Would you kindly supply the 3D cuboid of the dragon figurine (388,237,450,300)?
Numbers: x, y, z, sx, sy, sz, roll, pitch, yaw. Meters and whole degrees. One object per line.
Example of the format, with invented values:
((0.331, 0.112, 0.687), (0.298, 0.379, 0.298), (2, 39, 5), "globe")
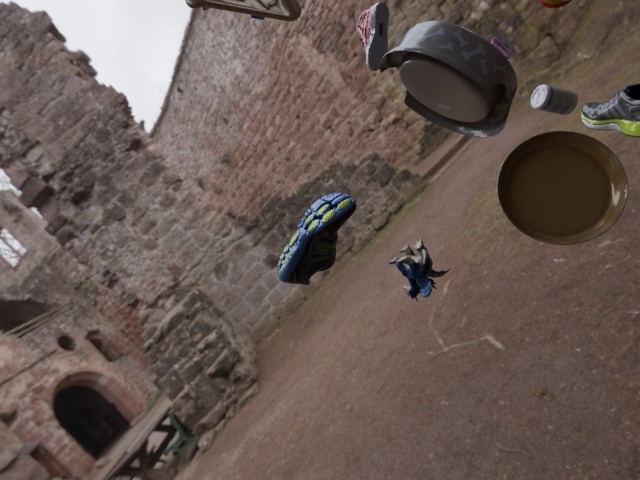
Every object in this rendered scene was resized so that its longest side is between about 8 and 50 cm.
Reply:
((0.254, 0.078, 1.022), (0.085, 0.144, 0.289), (-44, 0, -13), "dragon figurine")

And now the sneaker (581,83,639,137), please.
((0.841, -0.369, 1.159), (0.110, 0.122, 0.300), (-12, 22, -2), "sneaker")

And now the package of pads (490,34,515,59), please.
((0.606, -0.641, 1.405), (0.032, 0.083, 0.050), (-47, -3, 6), "package of pads")

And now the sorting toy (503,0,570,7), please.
((0.588, -0.734, 1.102), (0.256, 0.257, 0.089), (-57, -30, -3), "sorting toy")

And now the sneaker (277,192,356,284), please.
((0.000, 0.000, 0.692), (0.188, 0.078, 0.067), (-55, 32, 23), "sneaker")

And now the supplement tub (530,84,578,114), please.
((0.670, -0.403, 1.206), (0.071, 0.107, 0.071), (-174, 90, -76), "supplement tub")

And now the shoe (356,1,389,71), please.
((0.143, -0.563, 1.178), (0.063, 0.178, 0.081), (0, 11, -30), "shoe")

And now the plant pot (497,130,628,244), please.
((0.481, -0.105, 0.851), (0.236, 0.236, 0.032), (-45, -17, 3), "plant pot")

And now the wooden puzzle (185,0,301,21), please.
((-0.262, -0.769, 1.216), (0.347, 0.323, 0.080), (-15, -14, -34), "wooden puzzle")

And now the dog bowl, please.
((0.320, -0.396, 1.045), (0.102, 0.348, 0.349), (-58, 3, 2), "dog bowl")
